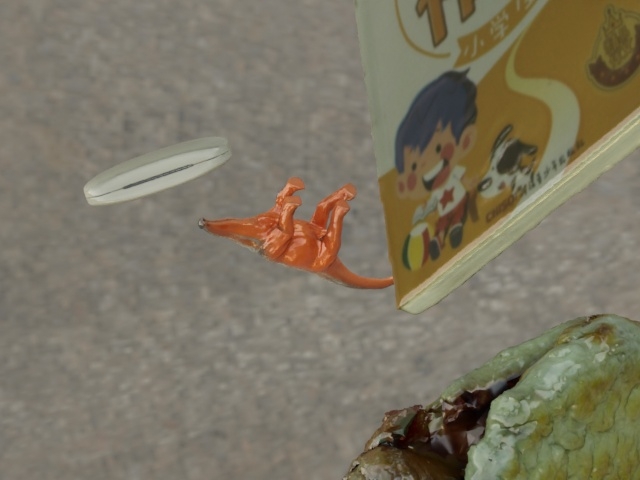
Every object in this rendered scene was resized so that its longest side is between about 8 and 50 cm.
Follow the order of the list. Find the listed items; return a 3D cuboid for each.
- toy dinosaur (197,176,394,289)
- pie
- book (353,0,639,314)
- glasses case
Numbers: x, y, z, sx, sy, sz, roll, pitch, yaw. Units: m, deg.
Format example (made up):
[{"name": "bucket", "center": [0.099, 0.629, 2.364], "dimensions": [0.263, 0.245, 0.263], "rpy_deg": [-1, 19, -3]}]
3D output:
[{"name": "toy dinosaur", "center": [-0.002, -0.004, 1.713], "dimensions": [0.101, 0.279, 0.055], "rpy_deg": [-56, 42, 28]}, {"name": "pie", "center": [0.150, 0.167, 1.255], "dimensions": [0.257, 0.274, 0.105], "rpy_deg": [-31, 45, -14]}, {"name": "book", "center": [0.091, -0.133, 1.008], "dimensions": [0.208, 0.020, 0.295], "rpy_deg": [-42, 42, 37]}, {"name": "glasses case", "center": [-0.088, -0.038, 1.066], "dimensions": [0.083, 0.032, 0.021], "rpy_deg": [-19, 104, 0]}]
